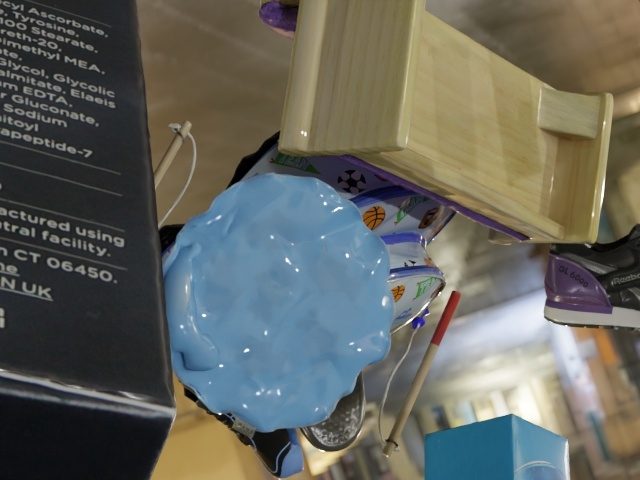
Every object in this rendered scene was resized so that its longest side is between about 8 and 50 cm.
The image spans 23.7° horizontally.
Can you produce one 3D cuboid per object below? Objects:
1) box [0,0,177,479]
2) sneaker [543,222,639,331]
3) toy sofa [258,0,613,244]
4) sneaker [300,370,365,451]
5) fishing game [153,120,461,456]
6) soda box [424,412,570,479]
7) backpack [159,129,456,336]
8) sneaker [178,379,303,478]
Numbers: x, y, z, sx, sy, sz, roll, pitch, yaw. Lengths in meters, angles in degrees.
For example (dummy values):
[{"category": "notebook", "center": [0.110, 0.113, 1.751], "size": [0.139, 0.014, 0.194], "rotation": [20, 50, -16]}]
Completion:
[{"category": "box", "center": [-0.294, 0.085, 0.839], "size": [0.297, 0.472, 0.480], "rotation": [12, 123, -19]}, {"category": "sneaker", "center": [0.413, 0.045, 1.839], "size": [0.283, 0.124, 0.107], "rotation": [3, -171, 9]}, {"category": "toy sofa", "center": [0.100, -0.103, 1.349], "size": [0.177, 0.150, 0.362], "rotation": [0, 168, 37]}, {"category": "sneaker", "center": [-0.035, 0.124, 1.713], "size": [0.090, 0.270, 0.145], "rotation": [-13, 161, -25]}, {"category": "fishing game", "center": [-0.032, 0.047, 1.102], "size": [0.264, 0.189, 0.041], "rotation": [28, 167, -19]}, {"category": "soda box", "center": [0.111, 0.219, 0.931], "size": [0.071, 0.210, 0.067], "rotation": [-20, 148, 37]}, {"category": "backpack", "center": [0.000, 0.000, 1.488], "size": [0.276, 0.213, 0.263], "rotation": [-14, 149, -48]}, {"category": "sneaker", "center": [-0.098, 0.172, 1.669], "size": [0.090, 0.232, 0.081], "rotation": [-28, -163, -20]}]
